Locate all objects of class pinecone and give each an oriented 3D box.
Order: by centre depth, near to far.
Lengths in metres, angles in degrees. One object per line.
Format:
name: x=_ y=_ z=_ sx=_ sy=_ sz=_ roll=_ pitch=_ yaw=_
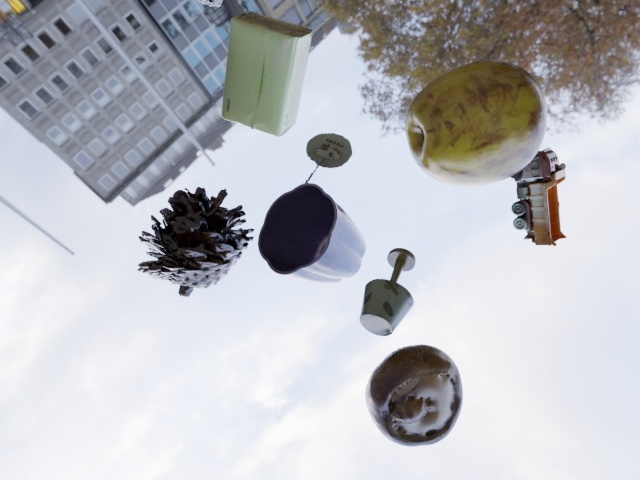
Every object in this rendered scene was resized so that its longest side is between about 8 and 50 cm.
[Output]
pinecone: x=-0.320 y=-0.004 z=1.218 sx=0.295 sy=0.242 sz=0.298 roll=-56 pitch=-171 yaw=-12

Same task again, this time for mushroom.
mushroom: x=0.224 y=0.364 z=1.129 sx=0.253 sy=0.253 sz=0.153 roll=-42 pitch=-158 yaw=-6

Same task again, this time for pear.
pear: x=0.324 y=-0.240 z=1.005 sx=0.281 sy=0.280 sz=0.280 roll=-19 pitch=-137 yaw=19

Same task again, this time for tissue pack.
tissue pack: x=-0.125 y=-0.378 z=1.089 sx=0.159 sy=0.234 sz=0.125 roll=21 pitch=-144 yaw=8

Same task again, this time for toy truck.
toy truck: x=0.625 y=-0.124 z=1.357 sx=0.135 sy=0.270 sz=0.114 roll=-1 pitch=-167 yaw=43

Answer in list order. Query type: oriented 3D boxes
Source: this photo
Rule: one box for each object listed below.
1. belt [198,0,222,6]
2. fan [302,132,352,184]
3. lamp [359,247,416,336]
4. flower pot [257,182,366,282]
belt: x=-0.319 y=-0.639 z=1.029 sx=0.295 sy=0.207 sz=0.160 roll=35 pitch=-65 yaw=21
fan: x=0.002 y=-0.312 z=1.883 sx=0.191 sy=0.009 sz=0.329 roll=25 pitch=-118 yaw=12
lamp: x=0.167 y=0.118 z=1.122 sx=0.122 sy=0.121 sz=0.214 roll=-3 pitch=-139 yaw=33
flower pot: x=0.000 y=0.000 z=1.353 sx=0.265 sy=0.243 sz=0.264 roll=-15 pitch=-117 yaw=33
